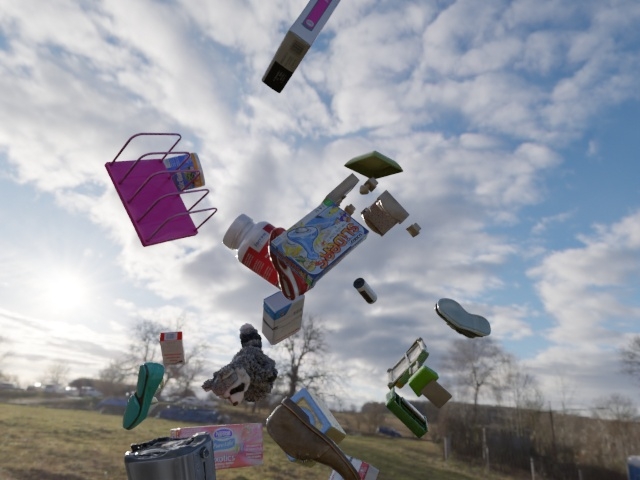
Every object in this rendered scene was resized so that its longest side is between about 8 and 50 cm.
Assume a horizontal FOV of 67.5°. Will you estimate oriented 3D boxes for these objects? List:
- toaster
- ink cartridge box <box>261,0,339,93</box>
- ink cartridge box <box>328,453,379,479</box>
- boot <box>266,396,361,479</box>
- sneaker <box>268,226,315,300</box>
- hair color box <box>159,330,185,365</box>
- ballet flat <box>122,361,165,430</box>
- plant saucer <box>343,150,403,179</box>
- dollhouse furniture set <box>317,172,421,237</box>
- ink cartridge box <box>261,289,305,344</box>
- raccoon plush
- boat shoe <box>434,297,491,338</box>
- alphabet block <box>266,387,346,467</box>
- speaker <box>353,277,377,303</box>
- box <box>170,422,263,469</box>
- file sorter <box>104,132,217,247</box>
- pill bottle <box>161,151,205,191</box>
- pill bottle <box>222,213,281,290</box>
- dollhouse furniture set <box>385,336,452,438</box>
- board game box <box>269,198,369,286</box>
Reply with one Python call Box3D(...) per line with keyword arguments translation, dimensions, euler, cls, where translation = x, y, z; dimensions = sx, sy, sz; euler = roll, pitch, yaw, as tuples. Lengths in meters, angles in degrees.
Box3D(translation=(-0.334, 0.521, 1.060), dimensions=(0.226, 0.147, 0.129), euler=(-15, -7, 21), cls="toaster")
Box3D(translation=(-0.018, -0.537, 1.164), dimensions=(0.069, 0.371, 0.175), euler=(31, -31, -14), cls="ink cartridge box")
Box3D(translation=(0.100, 0.718, 1.451), dimensions=(0.056, 0.099, 0.135), euler=(41, -27, -28), cls="ink cartridge box")
Box3D(translation=(-0.024, 0.589, 1.346), dimensions=(0.305, 0.115, 0.112), euler=(37, -28, 18), cls="boot")
Box3D(translation=(-0.073, 0.055, 1.427), dimensions=(0.128, 0.221, 0.087), euler=(-22, 20, -39), cls="sneaker")
Box3D(translation=(-0.633, 0.464, 2.054), dimensions=(0.093, 0.053, 0.167), euler=(-2, -52, -11), cls="hair color box")
Box3D(translation=(-0.529, 0.477, 1.461), dimensions=(0.087, 0.247, 0.083), euler=(8, 22, -41), cls="ballet flat")
Box3D(translation=(0.228, -0.326, 2.043), dimensions=(0.188, 0.045, 0.188), euler=(19, -17, -37), cls="plant saucer")
Box3D(translation=(0.174, -0.073, 1.950), dimensions=(0.355, 0.174, 0.303), euler=(47, -27, 1), cls="dollhouse furniture set")
Box3D(translation=(-0.139, 0.275, 1.764), dimensions=(0.139, 0.082, 0.191), euler=(-25, -38, -34), cls="ink cartridge box")
Box3D(translation=(-0.392, 0.533, 2.103), dimensions=(0.299, 0.216, 0.446), euler=(28, 13, -40), cls="raccoon plush")
Box3D(translation=(0.564, 0.329, 1.956), dimensions=(0.302, 0.114, 0.091), euler=(31, -39, -21), cls="boat shoe")
Box3D(translation=(-0.051, 0.702, 1.788), dimensions=(0.193, 0.192, 0.197), euler=(-39, -35, -4), cls="alphabet block")
Box3D(translation=(0.188, 0.211, 2.005), dimensions=(0.055, 0.055, 0.136), euler=(-9, -39, 28), cls="speaker")
Box3D(translation=(-0.366, 0.726, 1.683), dimensions=(0.299, 0.142, 0.154), euler=(7, -23, -27), cls="box")
Box3D(translation=(-0.477, -0.164, 1.468), dimensions=(0.182, 0.291, 0.202), euler=(-34, -10, 36), cls="file sorter")
Box3D(translation=(-0.637, -0.270, 2.020), dimensions=(0.271, 0.152, 0.152), euler=(-17, -16, -15), cls="pill bottle")
Box3D(translation=(-0.228, 0.057, 2.169), dimensions=(0.407, 0.229, 0.229), euler=(33, -22, 4), cls="pill bottle")
Box3D(translation=(0.343, 0.493, 1.651), dimensions=(0.151, 0.197, 0.301), euler=(42, 10, 1), cls="dollhouse furniture set")
Box3D(translation=(0.000, 0.000, 1.121), dimensions=(0.136, 0.201, 0.035), euler=(40, -33, 16), cls="board game box")
